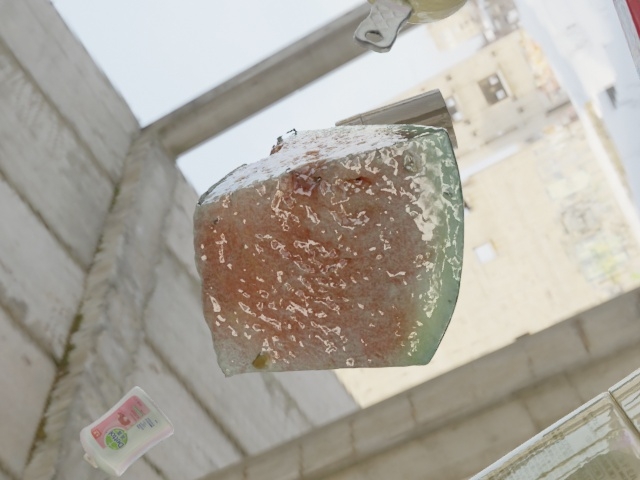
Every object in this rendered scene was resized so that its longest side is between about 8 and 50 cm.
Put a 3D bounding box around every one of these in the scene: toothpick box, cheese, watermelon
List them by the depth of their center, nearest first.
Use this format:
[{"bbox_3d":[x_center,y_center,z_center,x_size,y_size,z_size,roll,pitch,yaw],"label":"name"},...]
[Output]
[{"bbox_3d":[0.000,0.000,0.881,0.201,0.261,0.213,-8,-87,-29],"label":"watermelon"},{"bbox_3d":[0.126,-0.318,1.331,0.071,0.163,0.249,102,173,-49],"label":"cheese"},{"bbox_3d":[0.122,-0.170,1.677,0.111,0.180,0.111,-19,-90,-86],"label":"toothpick box"}]

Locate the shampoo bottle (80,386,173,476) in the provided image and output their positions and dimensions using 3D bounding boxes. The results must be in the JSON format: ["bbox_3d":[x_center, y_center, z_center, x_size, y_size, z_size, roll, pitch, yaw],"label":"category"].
[{"bbox_3d":[-0.229,0.225,1.190,0.072,0.099,0.043,44,156,18],"label":"shampoo bottle"}]

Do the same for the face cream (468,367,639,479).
[{"bbox_3d":[0.289,0.273,1.133,0.081,0.348,0.173,47,-170,-41],"label":"face cream"}]

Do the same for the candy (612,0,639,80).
[{"bbox_3d":[0.389,-0.338,1.139,0.100,0.157,0.306,15,-122,-79],"label":"candy"}]
